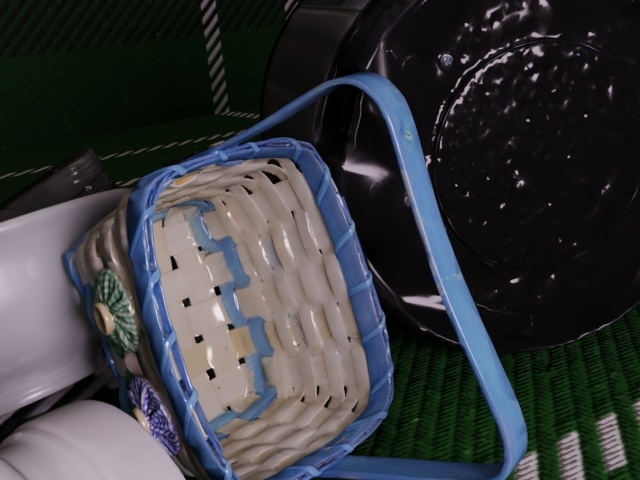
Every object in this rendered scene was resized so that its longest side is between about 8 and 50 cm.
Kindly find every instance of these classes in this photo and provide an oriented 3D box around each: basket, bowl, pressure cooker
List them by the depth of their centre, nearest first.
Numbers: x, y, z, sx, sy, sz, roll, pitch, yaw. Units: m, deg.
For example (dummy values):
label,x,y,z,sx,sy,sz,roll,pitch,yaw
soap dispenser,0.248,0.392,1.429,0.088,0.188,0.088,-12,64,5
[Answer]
label,x,y,z,sx,sy,sz,roll,pitch,yaw
basket,-0.023,0.050,0.590,0.289,0.255,0.201,-18,4,38
bowl,-0.270,0.070,0.735,0.298,0.134,0.298,-22,3,1
pressure cooker,0.133,-0.123,0.878,0.370,0.375,0.420,-1,16,-14

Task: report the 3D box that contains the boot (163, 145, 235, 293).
label,x,y,z,sx,sy,sz,roll,pitch,yaw
boot,-0.111,-0.026,1.043,0.083,0.161,0.246,-19,20,-39

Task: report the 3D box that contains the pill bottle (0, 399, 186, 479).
label,x,y,z,sx,sy,sz,roll,pitch,yaw
pill bottle,-0.185,0.175,0.340,0.162,0.162,0.278,7,20,39

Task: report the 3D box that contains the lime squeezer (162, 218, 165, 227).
label,x,y,z,sx,sy,sz,roll,pitch,yaw
lime squeezer,-0.180,-0.008,1.245,0.310,0.059,0.110,-12,-14,-15

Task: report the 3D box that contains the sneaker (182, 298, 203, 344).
label,x,y,z,sx,sy,sz,roll,pitch,yaw
sneaker,-0.134,0.083,0.882,0.076,0.065,0.166,7,15,-17

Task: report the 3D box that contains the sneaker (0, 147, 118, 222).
label,x,y,z,sx,sy,sz,roll,pitch,yaw
sneaker,-0.299,0.008,0.947,0.227,0.130,0.087,-29,19,15
